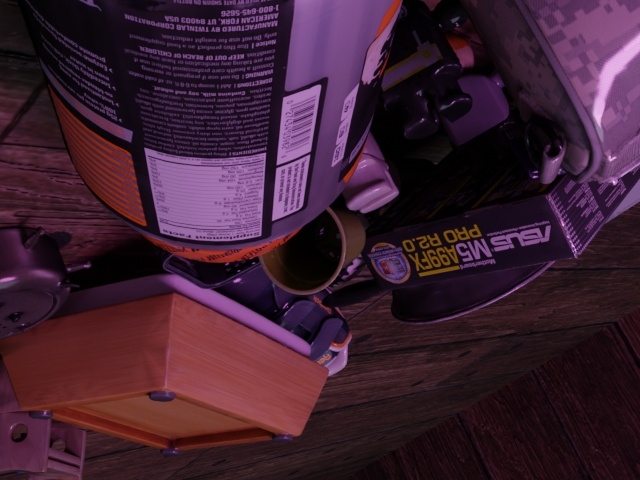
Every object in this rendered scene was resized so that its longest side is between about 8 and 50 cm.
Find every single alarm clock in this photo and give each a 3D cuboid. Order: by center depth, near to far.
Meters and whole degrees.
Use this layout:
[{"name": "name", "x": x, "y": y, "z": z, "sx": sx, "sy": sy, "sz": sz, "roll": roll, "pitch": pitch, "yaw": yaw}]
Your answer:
[{"name": "alarm clock", "x": -0.309, "y": 0.053, "z": 0.829, "sx": 0.192, "sy": 0.064, "sz": 0.129, "roll": -23, "pitch": 160, "yaw": 3}]

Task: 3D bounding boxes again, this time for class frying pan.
[{"name": "frying pan", "x": 0.127, "y": 0.013, "z": 0.959, "sx": 0.197, "sy": 0.053, "sz": 0.326, "roll": -34, "pitch": -166, "yaw": -17}]

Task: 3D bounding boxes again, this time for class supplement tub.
[{"name": "supplement tub", "x": -0.057, "y": -0.117, "z": 0.504, "sx": 0.194, "sy": 0.193, "sz": 0.316, "roll": -20, "pitch": 160, "yaw": -14}]

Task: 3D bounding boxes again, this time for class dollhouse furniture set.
[{"name": "dollhouse furniture set", "x": -0.380, "y": 0.208, "z": 1.075, "sx": 0.184, "sy": 0.129, "sz": 0.129, "roll": -1, "pitch": 160, "yaw": 5}]

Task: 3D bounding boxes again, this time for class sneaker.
[{"name": "sneaker", "x": 0.065, "y": -0.018, "z": 1.045, "sx": 0.106, "sy": 0.078, "sz": 0.234, "roll": -11, "pitch": 153, "yaw": -28}, {"name": "sneaker", "x": -0.042, "y": 0.097, "z": 1.144, "sx": 0.126, "sy": 0.127, "sz": 0.321, "roll": -29, "pitch": 158, "yaw": 15}]

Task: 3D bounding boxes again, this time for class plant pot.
[{"name": "plant pot", "x": 0.000, "y": 0.000, "z": 0.793, "sx": 0.083, "sy": 0.083, "sz": 0.079, "roll": -35, "pitch": 169, "yaw": 25}]

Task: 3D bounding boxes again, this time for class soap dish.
[{"name": "soap dish", "x": -0.159, "y": 0.143, "z": 0.983, "sx": 0.229, "sy": 0.118, "sz": 0.291, "roll": -13, "pitch": 153, "yaw": 27}]

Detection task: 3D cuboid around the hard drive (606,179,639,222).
[{"name": "hard drive", "x": 0.363, "y": -0.063, "z": 1.331, "sx": 0.203, "sy": 0.040, "sz": 0.307, "roll": -38, "pitch": 155, "yaw": 32}]

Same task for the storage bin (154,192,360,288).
[{"name": "storage bin", "x": -0.062, "y": -0.040, "z": 0.842, "sx": 0.180, "sy": 0.084, "sz": 0.122, "roll": -27, "pitch": 160, "yaw": 8}]

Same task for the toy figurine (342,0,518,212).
[{"name": "toy figurine", "x": 0.087, "y": -0.135, "z": 0.710, "sx": 0.213, "sy": 0.148, "sz": 0.209, "roll": -18, "pitch": 164, "yaw": -23}]

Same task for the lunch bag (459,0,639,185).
[{"name": "lunch bag", "x": 0.194, "y": -0.200, "z": 0.484, "sx": 0.305, "sy": 0.256, "sz": 0.212, "roll": -30, "pitch": 159, "yaw": 8}]

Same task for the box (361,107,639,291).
[{"name": "box", "x": 0.188, "y": -0.060, "z": 0.855, "sx": 0.216, "sy": 0.060, "sz": 0.270, "roll": -13, "pitch": -159, "yaw": 46}]
